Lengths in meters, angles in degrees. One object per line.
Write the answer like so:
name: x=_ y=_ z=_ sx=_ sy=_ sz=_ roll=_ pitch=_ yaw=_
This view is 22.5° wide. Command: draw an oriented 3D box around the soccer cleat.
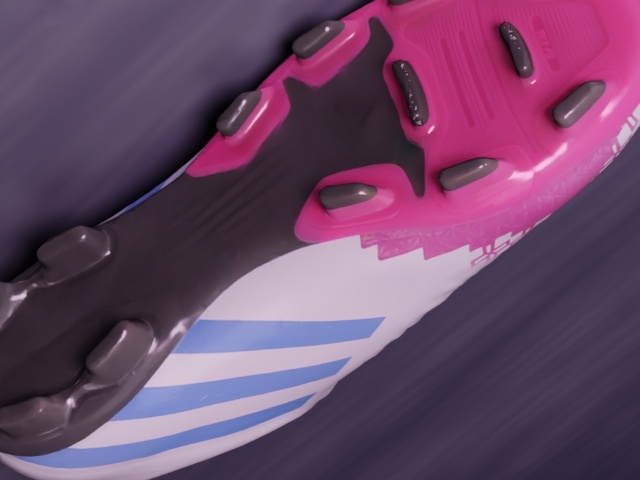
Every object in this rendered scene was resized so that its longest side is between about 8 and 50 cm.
soccer cleat: x=0.000 y=0.000 z=0.686 sx=0.331 sy=0.116 sz=0.143 roll=-30 pitch=150 yaw=11
